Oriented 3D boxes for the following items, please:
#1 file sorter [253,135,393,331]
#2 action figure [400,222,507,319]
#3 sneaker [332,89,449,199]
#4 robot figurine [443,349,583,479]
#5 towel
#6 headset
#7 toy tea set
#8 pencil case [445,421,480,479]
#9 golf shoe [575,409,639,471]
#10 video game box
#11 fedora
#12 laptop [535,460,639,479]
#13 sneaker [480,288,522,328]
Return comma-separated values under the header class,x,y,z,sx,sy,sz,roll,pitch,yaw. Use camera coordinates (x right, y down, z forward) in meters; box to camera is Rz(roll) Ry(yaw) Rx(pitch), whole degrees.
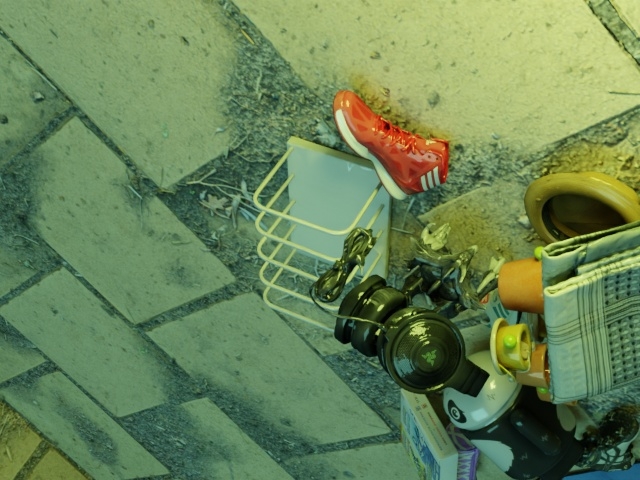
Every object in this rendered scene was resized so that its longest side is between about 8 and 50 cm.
class,x,y,z,sx,sy,sz,roll,pitch,yaw
file sorter,0.000,0.000,1.664,0.193,0.173,0.277,20,141,18
action figure,0.214,0.049,1.586,0.164,0.141,0.275,40,164,6
sneaker,0.123,-0.162,1.487,0.128,0.087,0.221,-15,134,35
robot figurine,0.350,0.327,1.768,0.278,0.173,0.209,44,134,-14
towel,0.471,0.095,1.383,0.312,0.056,0.324,-16,130,0
headset,0.133,0.124,1.554,0.394,0.185,0.243,31,-179,-43
toy tea set,0.377,0.151,1.527,0.124,0.199,0.336,-4,156,29
pencil case,0.297,0.461,2.025,0.088,0.086,0.206,51,159,38
golf shoe,0.548,0.373,1.770,0.094,0.077,0.198,22,150,-2
video game box,0.221,0.425,1.988,0.205,0.048,0.187,85,165,-46
fedora,0.396,-0.044,1.402,0.194,0.079,0.194,28,147,20
laptop,0.576,0.676,1.951,0.382,0.408,0.236,44,175,-13
sneaker,0.308,0.104,1.648,0.075,0.057,0.161,14,142,16
